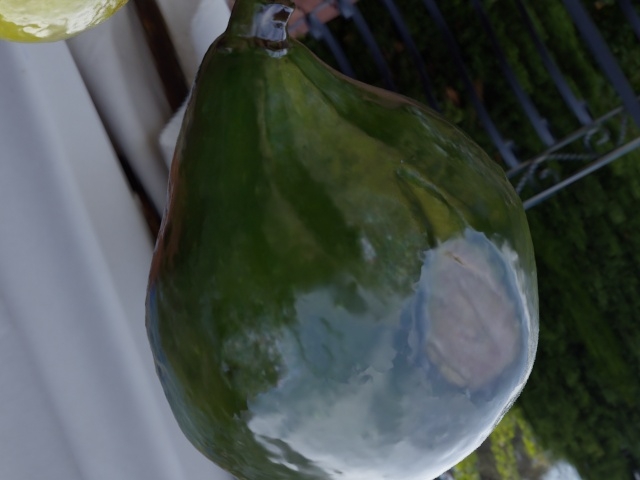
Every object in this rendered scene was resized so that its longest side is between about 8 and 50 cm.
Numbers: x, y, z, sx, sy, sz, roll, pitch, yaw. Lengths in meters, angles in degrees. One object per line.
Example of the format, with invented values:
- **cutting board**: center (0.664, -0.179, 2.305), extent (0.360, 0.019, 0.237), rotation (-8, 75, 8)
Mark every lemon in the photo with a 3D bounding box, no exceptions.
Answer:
- **lemon**: center (-0.237, -0.255, 0.867), extent (0.207, 0.170, 0.170), rotation (-36, 176, -34)

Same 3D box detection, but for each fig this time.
- **fig**: center (0.000, 0.000, 0.475), extent (0.195, 0.245, 0.195), rotation (-24, -159, 10)
